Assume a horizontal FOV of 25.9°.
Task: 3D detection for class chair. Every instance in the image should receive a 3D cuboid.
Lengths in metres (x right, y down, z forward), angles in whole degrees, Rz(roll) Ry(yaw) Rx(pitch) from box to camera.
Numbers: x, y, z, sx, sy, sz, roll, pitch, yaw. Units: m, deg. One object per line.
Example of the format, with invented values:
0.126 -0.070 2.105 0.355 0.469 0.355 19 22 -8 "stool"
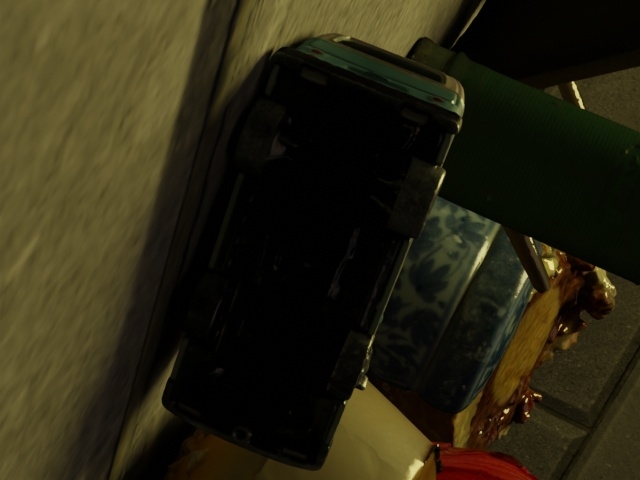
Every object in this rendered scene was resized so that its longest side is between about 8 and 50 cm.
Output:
0.162 -0.134 0.811 0.272 0.166 0.188 63 36 -23 "chair"

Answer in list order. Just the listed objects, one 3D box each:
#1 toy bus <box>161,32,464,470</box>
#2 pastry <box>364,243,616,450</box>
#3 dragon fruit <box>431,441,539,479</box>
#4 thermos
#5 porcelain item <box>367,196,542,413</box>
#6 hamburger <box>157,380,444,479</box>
0.000 0.000 0.431 0.075 0.060 0.123 -57 168 -66 "toy bus"
0.121 0.079 1.218 0.256 0.170 0.236 -61 154 10 "pastry"
0.050 0.265 0.746 0.302 0.295 0.296 -72 180 -45 "dragon fruit"
0.119 -0.026 0.681 0.073 0.187 0.083 -56 168 -45 "thermos"
0.090 0.043 1.016 0.147 0.114 0.147 -61 172 -15 "porcelain item"
-0.022 0.131 0.556 0.210 0.116 0.173 67 41 -75 "hamburger"
